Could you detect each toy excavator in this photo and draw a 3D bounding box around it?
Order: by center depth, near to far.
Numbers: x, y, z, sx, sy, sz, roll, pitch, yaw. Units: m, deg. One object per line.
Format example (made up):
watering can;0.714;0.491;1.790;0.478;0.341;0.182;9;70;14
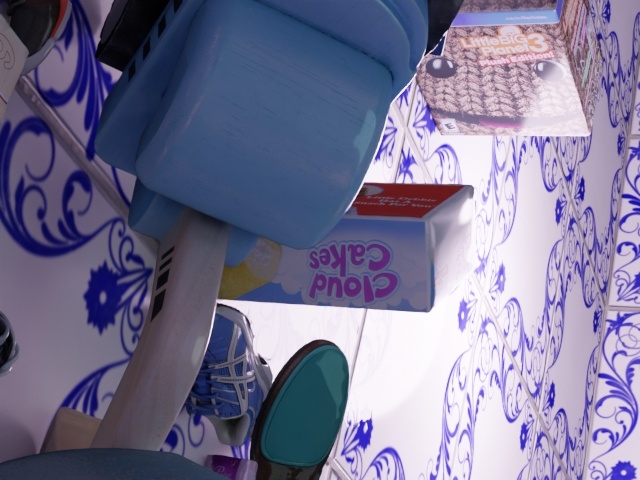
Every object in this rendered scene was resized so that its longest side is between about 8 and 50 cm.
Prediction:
toy excavator;-0.087;-0.028;1.079;0.222;0.433;0.445;25;45;-19

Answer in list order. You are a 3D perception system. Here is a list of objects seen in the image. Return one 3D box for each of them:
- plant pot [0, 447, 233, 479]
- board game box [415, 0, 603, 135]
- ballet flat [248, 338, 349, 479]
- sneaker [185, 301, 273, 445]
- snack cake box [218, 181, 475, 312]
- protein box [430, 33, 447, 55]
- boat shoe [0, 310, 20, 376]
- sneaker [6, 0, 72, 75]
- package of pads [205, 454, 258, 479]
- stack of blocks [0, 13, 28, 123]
plant pot;-0.135;0.273;0.918;0.252;0.247;0.248;-27;120;-37
board game box;0.255;-0.285;1.973;0.291;0.232;0.141;58;40;-53
ballet flat;-0.046;0.236;1.454;0.095;0.096;0.280;19;82;-28
sneaker;-0.098;0.124;1.330;0.211;0.080;0.081;59;36;-51
snack cake box;0.000;0.000;1.317;0.152;0.264;0.089;-29;119;-64
protein box;0.057;-0.325;1.450;0.201;0.200;0.136;97;8;-57
boat shoe;-0.251;0.067;0.946;0.079;0.081;0.227;-52;138;-56
sneaker;-0.224;-0.200;1.055;0.065;0.061;0.158;26;64;-37
package of pads;-0.095;0.256;1.387;0.032;0.050;0.083;52;45;-58
stack of blocks;-0.275;-0.161;0.754;0.297;0.171;0.087;61;37;-52
